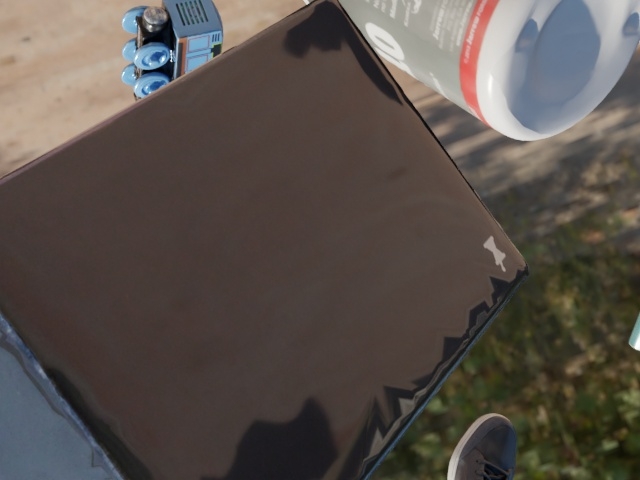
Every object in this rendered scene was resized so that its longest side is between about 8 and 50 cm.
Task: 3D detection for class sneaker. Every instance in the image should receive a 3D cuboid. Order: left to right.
[{"bbox_3d":[0.200,0.305,1.555,0.086,0.226,0.163,28,165,-21],"label":"sneaker"}]

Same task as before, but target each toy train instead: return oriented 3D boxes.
[{"bbox_3d":[-0.167,-0.203,1.568,0.105,0.080,0.184,-12,152,-15],"label":"toy train"}]

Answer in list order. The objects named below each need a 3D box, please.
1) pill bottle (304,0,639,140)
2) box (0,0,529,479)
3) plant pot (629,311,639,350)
[{"bbox_3d":[0.080,-0.203,0.986,0.161,0.283,0.161,-28,138,-29],"label":"pill bottle"},{"bbox_3d":[-0.106,0.063,0.639,0.294,0.183,0.296,-32,-174,35],"label":"box"},{"bbox_3d":[0.406,-0.008,1.276,0.166,0.165,0.234,-56,158,-46],"label":"plant pot"}]
